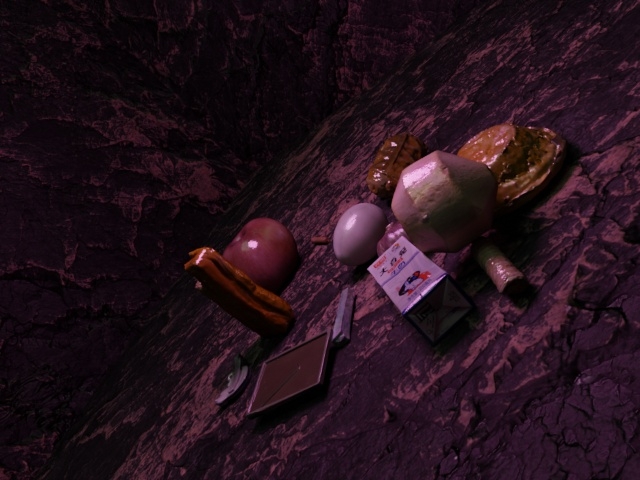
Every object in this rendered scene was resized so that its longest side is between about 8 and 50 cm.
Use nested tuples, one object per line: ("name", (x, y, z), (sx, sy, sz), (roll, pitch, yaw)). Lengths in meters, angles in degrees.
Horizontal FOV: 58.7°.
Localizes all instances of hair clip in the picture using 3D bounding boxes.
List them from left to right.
("hair clip", (-0.258, 0.420, 1.724), (0.116, 0.049, 0.172), (-40, 21, 28))

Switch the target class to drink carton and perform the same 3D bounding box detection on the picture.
("drink carton", (0.216, 0.099, 1.297), (0.131, 0.106, 0.315), (-42, 18, 4))

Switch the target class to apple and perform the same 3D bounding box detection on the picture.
("apple", (-0.227, 0.067, 2.110), (0.306, 0.235, 0.305), (-41, 19, 17))

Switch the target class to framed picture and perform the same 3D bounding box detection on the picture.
("framed picture", (-0.079, 0.338, 1.460), (0.260, 0.023, 0.189), (-33, 25, 30))

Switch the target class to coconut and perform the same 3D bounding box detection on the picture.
("coconut", (0.279, -0.092, 1.260), (0.237, 0.236, 0.197), (-40, -24, 15))

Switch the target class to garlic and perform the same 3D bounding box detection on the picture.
("garlic", (0.213, -0.003, 1.508), (0.159, 0.102, 0.147), (-46, -3, 28))

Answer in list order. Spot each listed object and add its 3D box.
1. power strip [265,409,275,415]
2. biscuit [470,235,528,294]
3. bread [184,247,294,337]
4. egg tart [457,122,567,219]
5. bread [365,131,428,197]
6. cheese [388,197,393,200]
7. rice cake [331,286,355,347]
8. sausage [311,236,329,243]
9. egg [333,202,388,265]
("power strip", (-0.103, 0.382, 1.500), (0.168, 0.028, 0.076), (-54, 20, -19))
("biscuit", (0.360, 0.051, 1.172), (0.061, 0.055, 0.219), (-26, 20, 5))
("bread", (-0.259, 0.161, 1.752), (0.185, 0.380, 0.109), (-18, 39, 53))
("egg tart", (0.433, -0.185, 1.402), (0.341, 0.132, 0.341), (-38, 21, 18))
("bread", (0.251, -0.248, 1.912), (0.152, 0.129, 0.267), (9, 49, 28))
("cheese", (0.231, -0.170, 1.964), (0.067, 0.026, 0.121), (-46, 26, -5))
("rice cake", (0.065, 0.199, 1.523), (0.043, 0.034, 0.210), (-44, 17, 31))
("sausage", (0.000, 0.000, 2.102), (0.026, 0.026, 0.116), (-51, 20, -18))
("egg", (0.117, -0.016, 1.686), (0.151, 0.151, 0.209), (-14, 37, 57))
